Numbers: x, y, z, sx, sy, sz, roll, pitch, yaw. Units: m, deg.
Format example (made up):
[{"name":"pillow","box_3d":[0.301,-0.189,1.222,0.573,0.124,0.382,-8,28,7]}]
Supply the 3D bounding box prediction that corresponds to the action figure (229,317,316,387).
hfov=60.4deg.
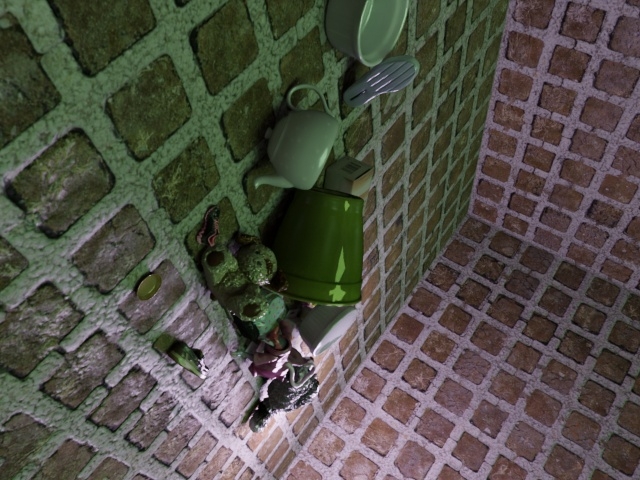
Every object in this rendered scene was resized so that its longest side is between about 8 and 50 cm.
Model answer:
[{"name":"action figure","box_3d":[-0.171,0.446,2.114,0.248,0.276,0.370,-46,166,-25]}]

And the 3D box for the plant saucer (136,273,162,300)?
[{"name":"plant saucer","box_3d":[-0.461,0.122,1.469,0.083,0.015,0.083,-44,151,-32]}]

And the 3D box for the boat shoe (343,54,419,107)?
[{"name":"boat shoe","box_3d":[0.196,-0.535,1.796,0.109,0.303,0.094,46,52,-27]}]

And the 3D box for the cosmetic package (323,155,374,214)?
[{"name":"cosmetic package","box_3d":[0.094,-0.157,2.131,0.153,0.129,0.296,-40,149,-42]}]

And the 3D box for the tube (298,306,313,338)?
[{"name":"tube","box_3d":[-0.097,0.408,2.476,0.070,0.062,0.240,19,108,-25]}]

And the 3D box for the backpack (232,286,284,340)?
[{"name":"backpack","box_3d":[-0.219,0.261,1.990,0.182,0.115,0.151,-51,152,-28]}]

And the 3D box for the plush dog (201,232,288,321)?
[{"name":"plush dog","box_3d":[-0.231,0.105,1.709,0.225,0.262,0.211,-36,-179,-27]}]

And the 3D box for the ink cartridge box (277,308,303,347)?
[{"name":"ink cartridge box","box_3d":[-0.128,0.391,2.383,0.181,0.062,0.104,-65,157,8]}]

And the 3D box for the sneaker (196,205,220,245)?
[{"name":"sneaker","box_3d":[-0.304,-0.037,1.556,0.047,0.057,0.119,1,115,-62]}]

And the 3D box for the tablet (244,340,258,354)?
[{"name":"tablet","box_3d":[-0.276,0.436,2.206,0.054,0.006,0.083,-55,155,-13]}]

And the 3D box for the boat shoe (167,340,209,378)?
[{"name":"boat shoe","box_3d":[-0.411,0.387,1.788,0.073,0.080,0.223,-50,150,-12]}]

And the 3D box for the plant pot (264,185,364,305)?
[{"name":"plant pot","box_3d":[0.000,0.000,1.902,0.367,0.367,0.352,-8,112,-62]}]

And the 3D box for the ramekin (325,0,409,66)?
[{"name":"ramekin","box_3d":[0.135,-0.672,1.627,0.277,0.135,0.277,-45,152,-33]}]

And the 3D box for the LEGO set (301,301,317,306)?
[{"name":"LEGO set","box_3d":[0.014,0.271,2.505,0.093,0.087,0.227,-62,158,4]}]

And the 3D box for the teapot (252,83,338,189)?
[{"name":"teapot","box_3d":[-0.071,-0.286,1.606,0.252,0.187,0.255,122,-12,-45]}]

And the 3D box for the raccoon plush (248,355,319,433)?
[{"name":"raccoon plush","box_3d":[-0.174,0.685,2.411,0.446,0.216,0.299,-58,159,-6]}]

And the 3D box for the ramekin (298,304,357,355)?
[{"name":"ramekin","box_3d":[0.023,0.357,2.363,0.273,0.127,0.272,-42,160,-19]}]
